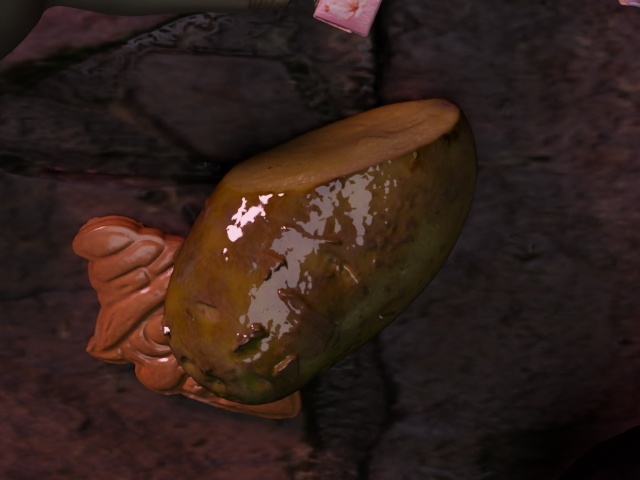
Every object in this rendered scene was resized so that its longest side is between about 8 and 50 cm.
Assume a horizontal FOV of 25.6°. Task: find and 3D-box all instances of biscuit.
[{"bbox_3d":[-0.108,0.072,1.196,0.250,0.035,0.162,41,112,-19],"label":"biscuit"}]

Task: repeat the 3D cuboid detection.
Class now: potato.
[{"bbox_3d":[0.000,0.000,1.102,0.298,0.141,0.176,-45,123,0],"label":"potato"}]

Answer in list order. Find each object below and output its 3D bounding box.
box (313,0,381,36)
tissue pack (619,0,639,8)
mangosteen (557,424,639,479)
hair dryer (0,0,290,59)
[{"bbox_3d":[0.036,-0.221,1.027,0.043,0.089,0.125,19,112,-9],"label":"box"},{"bbox_3d":[0.288,-0.233,1.035,0.108,0.060,0.148,14,115,-1],"label":"tissue pack"},{"bbox_3d":[0.359,0.323,1.165,0.382,0.382,0.435,-31,150,13],"label":"mangosteen"},{"bbox_3d":[-0.156,-0.205,0.931,0.298,0.296,0.119,-10,76,-8],"label":"hair dryer"}]
